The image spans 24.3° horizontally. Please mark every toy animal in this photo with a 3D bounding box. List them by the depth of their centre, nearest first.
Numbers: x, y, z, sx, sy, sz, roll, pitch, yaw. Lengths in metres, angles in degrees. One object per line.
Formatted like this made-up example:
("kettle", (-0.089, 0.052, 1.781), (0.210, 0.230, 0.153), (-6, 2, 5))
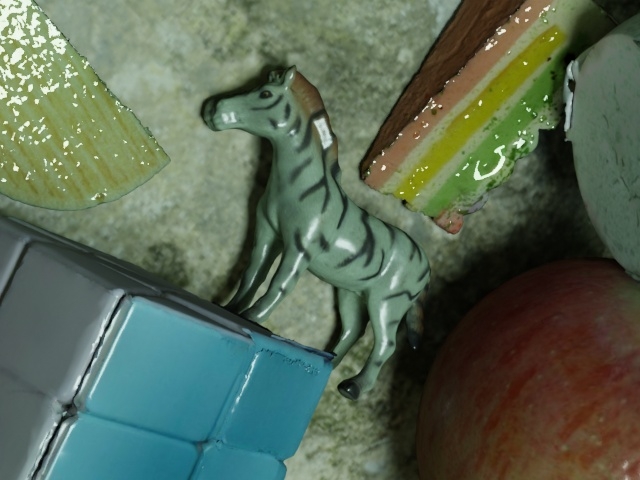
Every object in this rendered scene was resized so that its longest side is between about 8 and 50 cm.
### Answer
("toy animal", (-0.014, 0.010, 1.123), (0.170, 0.090, 0.255), (-44, 121, -17))

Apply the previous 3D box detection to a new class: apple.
("apple", (0.236, 0.178, 1.174), (0.345, 0.345, 0.269), (30, 109, -30))

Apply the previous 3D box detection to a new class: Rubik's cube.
("Rubik's cube", (-0.169, 0.117, 0.950), (0.231, 0.221, 0.225), (25, 89, -52))

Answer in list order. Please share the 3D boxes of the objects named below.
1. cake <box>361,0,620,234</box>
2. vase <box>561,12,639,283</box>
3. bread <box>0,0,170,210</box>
("cake", (0.131, -0.120, 1.198), (0.109, 0.090, 0.225), (34, 103, -32))
("vase", (0.424, -0.097, 1.142), (0.445, 0.250, 0.250), (-10, 106, -17))
("bread", (-0.202, -0.087, 1.027), (0.112, 0.036, 0.193), (-45, 122, -7))
